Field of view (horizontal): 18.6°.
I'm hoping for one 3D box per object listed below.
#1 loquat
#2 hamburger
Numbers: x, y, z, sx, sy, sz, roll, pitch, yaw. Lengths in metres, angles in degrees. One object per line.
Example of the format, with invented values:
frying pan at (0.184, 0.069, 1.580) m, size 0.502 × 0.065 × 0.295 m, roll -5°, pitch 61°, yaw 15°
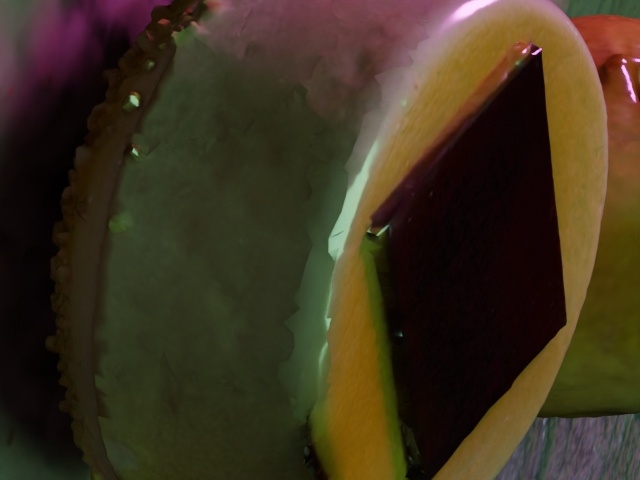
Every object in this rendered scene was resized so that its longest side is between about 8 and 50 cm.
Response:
loquat at (0.139, -0.014, 1.075) m, size 0.238 × 0.193 × 0.238 m, roll -174°, pitch -90°, yaw -83°
hamburger at (0.000, 0.000, 0.858) m, size 0.302 × 0.170 × 0.302 m, roll -34°, pitch 132°, yaw -46°
